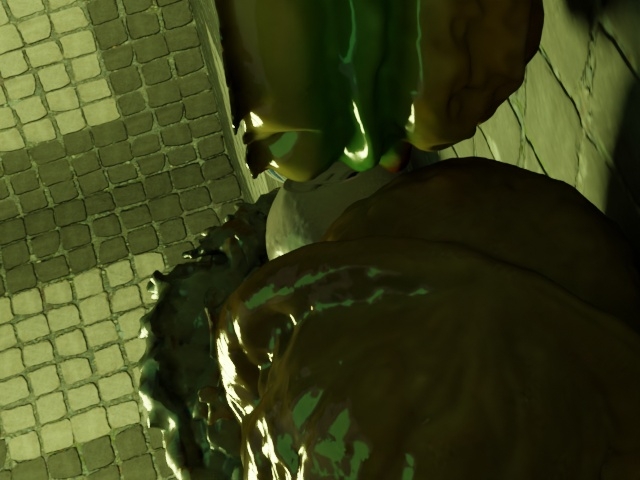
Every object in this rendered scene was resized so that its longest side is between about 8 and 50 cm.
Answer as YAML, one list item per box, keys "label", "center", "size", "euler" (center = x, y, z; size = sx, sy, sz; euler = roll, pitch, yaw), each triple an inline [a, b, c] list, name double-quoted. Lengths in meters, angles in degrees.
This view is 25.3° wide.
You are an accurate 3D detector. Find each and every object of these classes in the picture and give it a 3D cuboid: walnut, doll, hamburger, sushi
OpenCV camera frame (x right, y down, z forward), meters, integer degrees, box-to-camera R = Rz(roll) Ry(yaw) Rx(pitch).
- label: "walnut"
  center: [0.063, 0.077, 0.708]
  size: [0.257, 0.257, 0.224]
  euler: [80, -150, -53]
- label: "doll"
  center: [0.049, 0.069, 1.249]
  size: [0.151, 0.151, 0.287]
  euler: [-123, 14, -70]
- label: "hamburger"
  center: [0.031, -0.142, 0.667]
  size: [0.237, 0.149, 0.237]
  euler: [-3, -90, -84]
- label: "sushi"
  center: [-0.023, 0.152, 1.401]
  size: [0.417, 0.176, 0.417]
  euler: [42, -141, -48]

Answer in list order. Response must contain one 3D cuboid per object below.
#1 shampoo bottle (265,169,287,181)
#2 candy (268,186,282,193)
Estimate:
- label: "shampoo bottle"
  center: [-0.025, -0.108, 1.644]
  size: [0.303, 0.092, 0.092]
  euler: [-157, 49, -82]
- label: "candy"
  center: [0.000, 0.000, 1.686]
  size: [0.234, 0.104, 0.102]
  euler: [-124, 22, -69]
